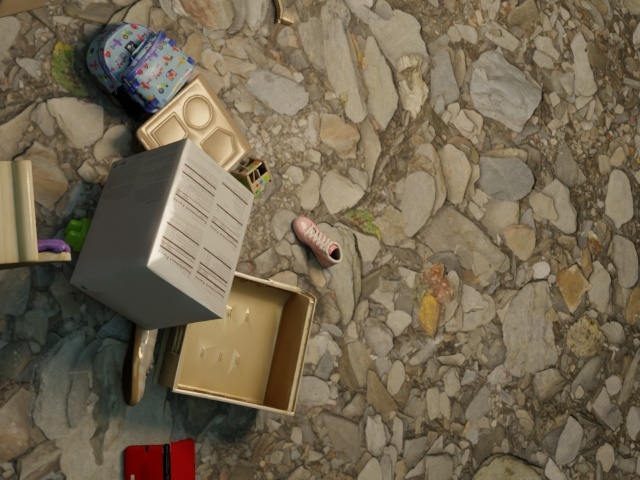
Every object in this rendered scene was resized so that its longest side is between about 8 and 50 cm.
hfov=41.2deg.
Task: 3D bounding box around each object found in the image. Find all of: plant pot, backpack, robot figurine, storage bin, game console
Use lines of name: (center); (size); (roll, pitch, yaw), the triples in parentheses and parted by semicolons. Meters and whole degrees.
plant pot: (-0.554, -0.474, 1.528); (0.109, 0.096, 0.109); (-26, 98, -30)
backpack: (-0.349, -0.340, 1.629); (0.173, 0.117, 0.158); (46, 66, -19)
robot figurine: (-0.417, -0.003, 1.588); (0.115, 0.067, 0.101); (17, 46, -28)
storage bin: (-0.166, 0.191, 1.690); (0.262, 0.123, 0.260); (18, 77, -28)
game console: (-0.309, 0.461, 1.646); (0.124, 0.085, 0.144); (-2, 86, 0)

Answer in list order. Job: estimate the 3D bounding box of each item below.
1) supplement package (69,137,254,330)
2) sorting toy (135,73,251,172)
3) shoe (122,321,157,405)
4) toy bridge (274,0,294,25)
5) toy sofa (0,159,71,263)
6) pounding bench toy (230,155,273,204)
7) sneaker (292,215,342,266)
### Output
supplement package: (-0.278, -0.005, 1.534); (0.198, 0.199, 0.263); (41, 49, -41)
sorting toy: (-0.254, -0.200, 1.709); (0.208, 0.038, 0.193); (-51, 122, -29)
shoe: (-0.334, 0.204, 1.615); (0.058, 0.076, 0.219); (9, 79, -25)
toy bridge: (-0.077, -0.563, 1.862); (0.063, 0.026, 0.188); (13, 79, -27)
toy sofa: (-0.541, -0.027, 1.312); (0.177, 0.362, 0.150); (-4, 88, -43)
pounding bench toy: (-0.135, -0.124, 1.774); (0.065, 0.052, 0.083); (-42, 133, -28)
sneaker: (0.000, 0.000, 1.837); (0.051, 0.070, 0.134); (-44, 107, -24)
